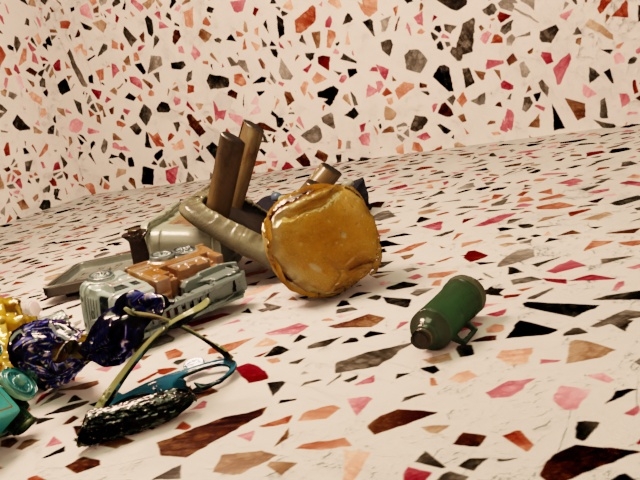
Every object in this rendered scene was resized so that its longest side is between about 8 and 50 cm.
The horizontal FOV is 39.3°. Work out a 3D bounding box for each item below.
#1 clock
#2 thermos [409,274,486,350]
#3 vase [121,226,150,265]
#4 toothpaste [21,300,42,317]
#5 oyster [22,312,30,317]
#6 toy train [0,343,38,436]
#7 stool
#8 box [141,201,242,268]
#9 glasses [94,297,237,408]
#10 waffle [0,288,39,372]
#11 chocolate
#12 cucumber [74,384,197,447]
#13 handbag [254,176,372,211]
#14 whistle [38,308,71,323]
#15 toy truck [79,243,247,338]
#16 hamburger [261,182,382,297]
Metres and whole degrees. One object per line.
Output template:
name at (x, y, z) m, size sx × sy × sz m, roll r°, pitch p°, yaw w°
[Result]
clock at (-0.545, 0.083, 2.317) m, size 0.273 × 0.049 × 0.279 m, roll -11°, pitch 12°, yaw 7°
thermos at (0.196, 0.123, 1.400) m, size 0.073 × 0.083 × 0.188 m, roll -30°, pitch 1°, yaw 36°
vase at (-0.384, 0.061, 1.948) m, size 0.120 × 0.183 × 0.120 m, roll -10°, pitch 13°, yaw 2°
toothpaste at (-0.800, 0.182, 2.125) m, size 0.314 × 0.058 × 0.056 m, roll -11°, pitch 55°, yaw 24°
oyster at (-0.735, 0.194, 1.994) m, size 0.177 × 0.056 × 0.105 m, roll -19°, pitch 25°, yaw -25°
toy train at (-0.533, 0.223, 1.345) m, size 0.112 × 0.203 × 0.163 m, roll -51°, pitch -11°, yaw 11°
stool at (-0.123, -0.101, 2.058) m, size 0.310 × 0.226 × 0.310 m, roll 30°, pitch 18°, yaw 0°
box at (-0.296, 0.013, 2.158) m, size 0.182 × 0.175 × 0.312 m, roll -1°, pitch 14°, yaw 7°
glasses at (-0.234, 0.182, 1.362) m, size 0.239 × 0.207 × 0.102 m, roll -21°, pitch 52°, yaw -30°
waffle at (-0.673, 0.169, 1.569) m, size 0.382 × 0.095 × 0.379 m, roll 35°, pitch 27°, yaw 12°
chocolate at (-0.371, 0.165, 1.469) m, size 0.343 × 0.126 × 0.148 m, roll -18°, pitch 6°, yaw 34°
cucumber at (-0.266, 0.253, 1.293) m, size 0.181 × 0.053 × 0.053 m, roll -14°, pitch 12°, yaw -17°
handbag at (-0.040, -0.091, 2.481) m, size 0.326 × 0.118 × 0.269 m, roll -10°, pitch 13°, yaw 17°
whistle at (-0.649, 0.218, 1.788) m, size 0.312 × 0.062 × 0.062 m, roll -22°, pitch 15°, yaw -36°
toy truck at (-0.320, 0.116, 1.773) m, size 0.338 × 0.133 × 0.184 m, roll -20°, pitch 23°, yaw -40°
hamburger at (0.000, 0.000, 1.794) m, size 0.244 × 0.244 × 0.163 m, roll -15°, pitch -8°, yaw -12°
